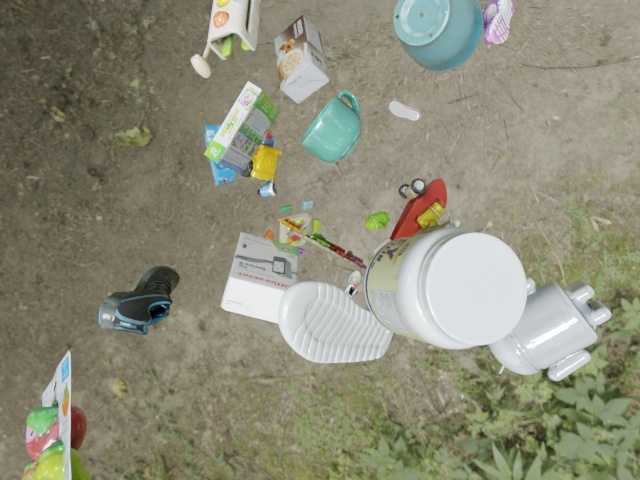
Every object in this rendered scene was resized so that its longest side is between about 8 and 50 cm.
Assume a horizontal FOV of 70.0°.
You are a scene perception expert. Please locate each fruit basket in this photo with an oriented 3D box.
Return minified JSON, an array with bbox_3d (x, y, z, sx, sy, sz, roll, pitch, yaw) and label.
[{"bbox_3d":[-0.537,0.439,0.896,0.327,0.165,0.353,-40,60,42],"label":"fruit basket"}]

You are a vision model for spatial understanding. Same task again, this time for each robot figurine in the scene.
[{"bbox_3d":[0.637,0.255,1.321,0.353,0.199,0.300,-37,79,20],"label":"robot figurine"},{"bbox_3d":[0.243,-0.084,1.969,0.115,0.101,0.067,-25,120,-18],"label":"robot figurine"}]

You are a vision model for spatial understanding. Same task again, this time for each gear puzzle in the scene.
[{"bbox_3d":[0.000,0.000,1.486,0.338,0.175,0.044,29,88,-29],"label":"gear puzzle"}]

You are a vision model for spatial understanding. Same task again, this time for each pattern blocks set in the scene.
[{"bbox_3d":[-0.125,-0.041,2.150,0.285,0.026,0.325,-21,136,-18],"label":"pattern blocks set"}]

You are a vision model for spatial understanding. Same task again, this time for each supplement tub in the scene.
[{"bbox_3d":[0.243,0.098,0.958,0.235,0.325,0.236,1,85,-12],"label":"supplement tub"}]

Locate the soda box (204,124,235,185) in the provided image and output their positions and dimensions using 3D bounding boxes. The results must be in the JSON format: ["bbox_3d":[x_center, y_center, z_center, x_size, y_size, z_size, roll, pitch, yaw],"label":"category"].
[{"bbox_3d":[-0.368,-0.311,1.658,0.071,0.067,0.210,132,124,-62],"label":"soda box"}]

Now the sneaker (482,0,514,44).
[{"bbox_3d":[0.608,-0.771,1.614,0.104,0.237,0.095,-2,143,42],"label":"sneaker"}]

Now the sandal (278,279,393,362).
[{"bbox_3d":[0.028,0.202,1.070,0.102,0.170,0.416,14,168,43],"label":"sandal"}]

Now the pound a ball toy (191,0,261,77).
[{"bbox_3d":[-0.317,-0.709,1.466,0.208,0.320,0.135,-6,159,25],"label":"pound a ball toy"}]

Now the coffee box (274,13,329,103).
[{"bbox_3d":[-0.065,-0.599,1.510,0.141,0.247,0.098,-26,146,30],"label":"coffee box"}]

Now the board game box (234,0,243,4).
[{"bbox_3d":[-0.200,-0.622,1.046,0.103,0.026,0.154,16,161,-26],"label":"board game box"}]

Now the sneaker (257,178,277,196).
[{"bbox_3d":[-0.209,-0.200,1.758,0.073,0.162,0.064,-13,99,-1],"label":"sneaker"}]

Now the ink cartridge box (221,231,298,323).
[{"bbox_3d":[-0.175,0.107,1.385,0.198,0.273,0.115,16,117,-11],"label":"ink cartridge box"}]

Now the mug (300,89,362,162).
[{"bbox_3d":[0.039,-0.248,1.012,0.097,0.129,0.158,36,104,-13],"label":"mug"}]

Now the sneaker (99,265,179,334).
[{"bbox_3d":[-0.488,0.180,1.336,0.139,0.341,0.125,16,111,6],"label":"sneaker"}]

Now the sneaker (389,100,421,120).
[{"bbox_3d":[0.339,-0.509,1.805,0.134,0.070,0.051,31,116,21],"label":"sneaker"}]

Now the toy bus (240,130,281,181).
[{"bbox_3d":[-0.270,-0.366,1.880,0.220,0.149,0.212,28,105,36],"label":"toy bus"}]

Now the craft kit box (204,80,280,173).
[{"bbox_3d":[-0.233,-0.337,1.414,0.060,0.250,0.247,36,94,5],"label":"craft kit box"}]

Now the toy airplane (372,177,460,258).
[{"bbox_3d":[0.380,-0.018,1.785,0.272,0.386,0.384,29,125,-11],"label":"toy airplane"}]

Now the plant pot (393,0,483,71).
[{"bbox_3d":[0.371,-0.715,1.503,0.271,0.255,0.272,7,104,29],"label":"plant pot"}]

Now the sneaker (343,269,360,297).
[{"bbox_3d":[0.160,0.212,2.173,0.057,0.161,0.075,36,156,-14],"label":"sneaker"}]
